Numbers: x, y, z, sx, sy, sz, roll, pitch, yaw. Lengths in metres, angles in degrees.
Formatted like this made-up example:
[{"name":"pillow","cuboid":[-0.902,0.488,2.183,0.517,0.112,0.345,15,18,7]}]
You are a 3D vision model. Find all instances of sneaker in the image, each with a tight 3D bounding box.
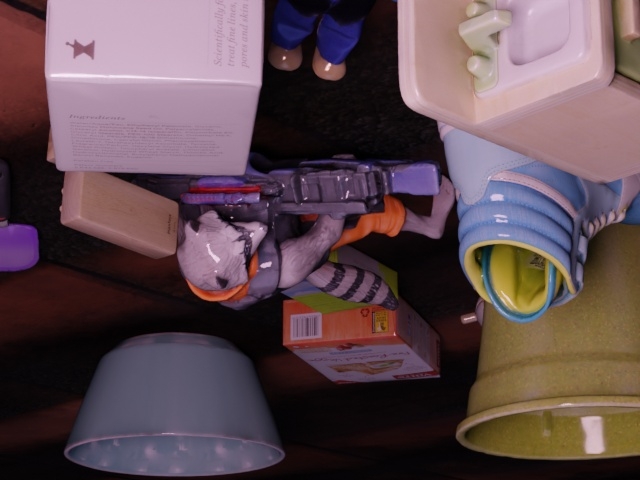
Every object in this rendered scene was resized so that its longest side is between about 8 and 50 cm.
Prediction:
[{"name":"sneaker","cuboid":[0.227,-0.010,1.518,0.319,0.208,0.127,17,153,-42]}]

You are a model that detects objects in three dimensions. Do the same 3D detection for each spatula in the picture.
[{"name":"spatula","cuboid":[-0.347,-0.025,1.736,0.084,0.030,0.296,2,161,-9]}]

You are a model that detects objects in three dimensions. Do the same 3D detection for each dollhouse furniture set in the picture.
[{"name":"dollhouse furniture set","cuboid":[-0.201,-0.057,1.461,0.123,0.151,0.144,-16,154,38]}]

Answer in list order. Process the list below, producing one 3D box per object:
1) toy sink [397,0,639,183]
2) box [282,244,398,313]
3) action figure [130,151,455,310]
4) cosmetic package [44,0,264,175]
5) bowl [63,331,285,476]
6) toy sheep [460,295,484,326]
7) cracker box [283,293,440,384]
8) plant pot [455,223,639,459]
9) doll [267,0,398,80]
[{"name":"toy sink","cuboid":[0.184,-0.155,1.181,0.234,0.153,0.131,18,154,-40]},{"name":"box","cuboid":[0.006,0.042,1.921,0.109,0.042,0.178,-11,158,28]},{"name":"action figure","cuboid":[0.000,0.000,1.560,0.341,0.179,0.330,1,-174,39]},{"name":"cosmetic package","cuboid":[-0.122,-0.149,1.189,0.151,0.151,0.184,2,162,-7]},{"name":"bowl","cuboid":[-0.204,0.231,2.287,0.311,0.163,0.311,0,161,0]},{"name":"toy sheep","cuboid":[0.236,0.080,1.976,0.132,0.091,0.091,-11,159,13]},{"name":"cracker box","cuboid":[0.059,0.134,2.157,0.155,0.067,0.232,-6,161,18]},{"name":"plant pot","cuboid":[0.281,0.088,1.735,0.276,0.254,0.276,0,160,0]},{"name":"doll","cuboid":[0.014,-0.191,1.231,0.129,0.046,0.189,12,153,-6]}]
